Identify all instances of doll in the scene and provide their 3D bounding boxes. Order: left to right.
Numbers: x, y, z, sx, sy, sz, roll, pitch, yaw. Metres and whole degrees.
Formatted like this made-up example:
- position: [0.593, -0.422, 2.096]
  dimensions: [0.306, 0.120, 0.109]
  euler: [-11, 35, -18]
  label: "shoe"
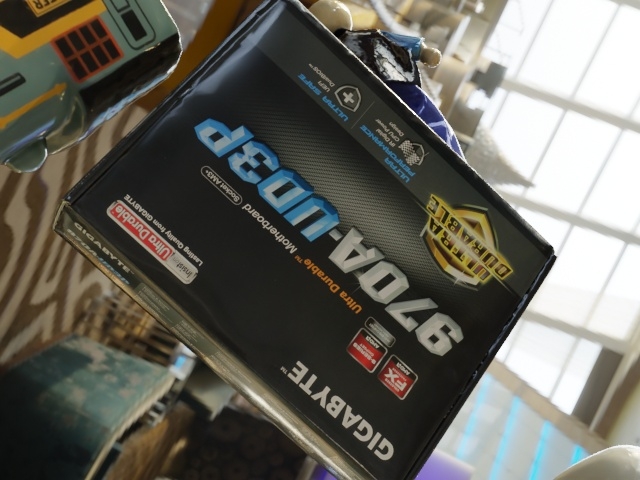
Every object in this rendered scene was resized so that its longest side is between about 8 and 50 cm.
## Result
- position: [0.036, -0.107, 0.652]
  dimensions: [0.129, 0.189, 0.046]
  euler: [-20, 156, -15]
  label: "doll"

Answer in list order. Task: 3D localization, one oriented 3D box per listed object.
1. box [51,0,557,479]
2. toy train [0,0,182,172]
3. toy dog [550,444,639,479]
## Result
- position: [0.000, 0.000, 0.475]
  dimensions: [0.175, 0.220, 0.051]
  euler: [-50, -172, -25]
  label: "box"
- position: [-0.225, -0.104, 0.469]
  dimensions: [0.142, 0.190, 0.334]
  euler: [-16, -158, 45]
  label: "toy train"
- position: [0.138, 0.290, 0.653]
  dimensions: [0.220, 0.161, 0.333]
  euler: [-27, 165, -31]
  label: "toy dog"
